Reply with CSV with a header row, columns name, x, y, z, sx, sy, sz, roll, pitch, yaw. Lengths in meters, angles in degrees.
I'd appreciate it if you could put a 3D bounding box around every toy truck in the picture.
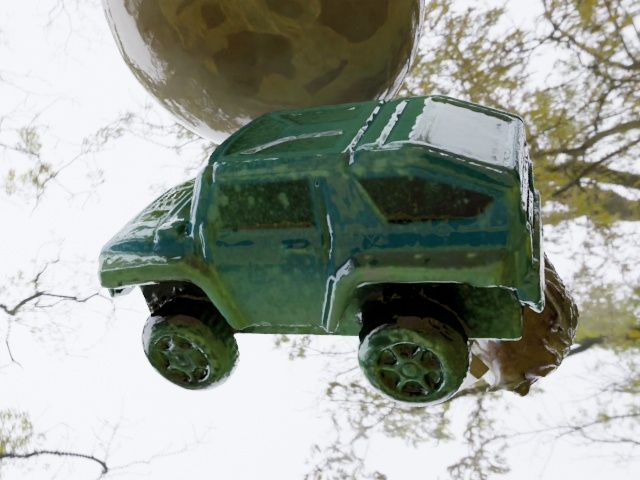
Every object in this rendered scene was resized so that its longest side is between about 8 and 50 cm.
name,x,y,z,sx,sy,sz,roll,pitch,yaw
toy truck,0.000,0.000,0.417,0.155,0.279,0.156,-59,-38,-56

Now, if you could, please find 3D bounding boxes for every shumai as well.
name,x,y,z,sx,sy,sz,roll,pitch,yaw
shumai,0.332,0.116,1.002,0.314,0.262,0.266,18,-87,-21

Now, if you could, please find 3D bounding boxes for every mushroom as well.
name,x,y,z,sx,sy,sz,roll,pitch,yaw
mushroom,-0.063,-0.270,0.678,0.363,0.295,0.361,-6,-81,-36

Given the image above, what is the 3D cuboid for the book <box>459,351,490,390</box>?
name,x,y,z,sx,sy,sz,roll,pitch,yaw
book,0.107,0.117,0.854,0.231,0.161,0.026,42,-111,11
